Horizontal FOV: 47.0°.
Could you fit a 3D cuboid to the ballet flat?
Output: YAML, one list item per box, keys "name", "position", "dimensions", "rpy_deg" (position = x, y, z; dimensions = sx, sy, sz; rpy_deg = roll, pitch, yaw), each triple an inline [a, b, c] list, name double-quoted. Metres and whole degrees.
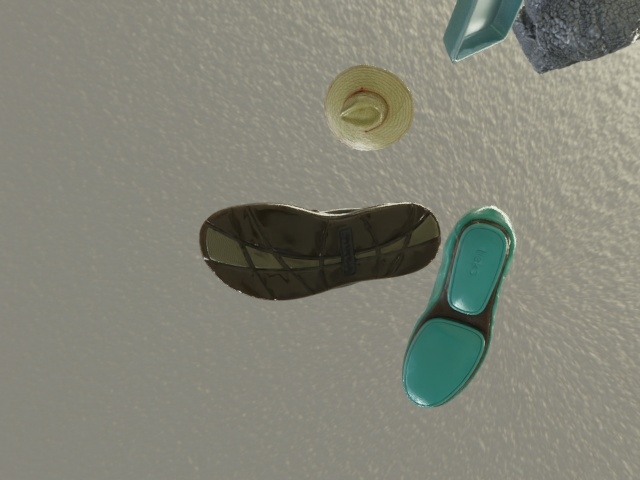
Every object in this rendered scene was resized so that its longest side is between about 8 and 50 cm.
- name: "ballet flat"
  position: [0.155, 0.070, 0.799]
  dimensions: [0.083, 0.087, 0.247]
  rpy_deg: [21, -62, 12]

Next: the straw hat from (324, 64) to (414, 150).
- name: "straw hat"
  position: [0.066, -0.195, 1.117]
  dimensions: [0.145, 0.061, 0.144]
  rpy_deg: [7, -67, 16]

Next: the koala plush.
- name: "koala plush"
  position: [0.270, -0.309, 0.776]
  dimensions: [0.196, 0.203, 0.221]
  rpy_deg: [-18, -78, 26]

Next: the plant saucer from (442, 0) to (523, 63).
- name: "plant saucer"
  position: [0.115, -0.188, 0.393]
  dimensions: [0.018, 0.067, 0.192]
  rpy_deg: [39, -44, 23]

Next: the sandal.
- name: "sandal"
  position: [0.000, 0.000, 0.672]
  dimensions: [0.219, 0.060, 0.089]
  rpy_deg: [-8, -78, -13]
